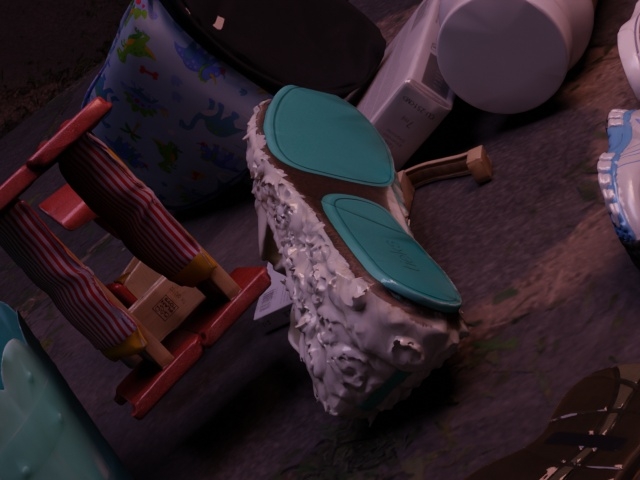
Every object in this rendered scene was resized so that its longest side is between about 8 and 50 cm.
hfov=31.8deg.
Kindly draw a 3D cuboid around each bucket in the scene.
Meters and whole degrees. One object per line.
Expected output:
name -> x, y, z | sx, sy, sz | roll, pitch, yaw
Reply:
bucket -> -0.292, 0.205, 0.878 | 0.281, 0.183, 0.281 | -29, 22, 13

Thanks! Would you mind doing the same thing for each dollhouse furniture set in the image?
dollhouse furniture set -> -0.199, 0.022, 0.998 | 0.152, 0.201, 0.374 | -46, 10, -14

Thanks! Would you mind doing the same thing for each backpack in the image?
backpack -> -0.139, -0.194, 1.355 | 0.273, 0.290, 0.355 | -59, 16, -20

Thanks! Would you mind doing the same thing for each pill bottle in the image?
pill bottle -> 0.205, -0.246, 1.134 | 0.153, 0.153, 0.265 | -20, 27, 32

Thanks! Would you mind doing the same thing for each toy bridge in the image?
toy bridge -> 0.076, -0.043, 1.071 | 0.188, 0.026, 0.063 | -25, 21, 23

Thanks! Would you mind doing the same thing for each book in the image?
book -> 0.009, 0.023, 1.026 | 0.144, 0.035, 0.096 | -25, 27, 23

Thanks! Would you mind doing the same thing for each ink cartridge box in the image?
ink cartridge box -> 0.068, -0.137, 1.237 | 0.239, 0.060, 0.275 | -50, 11, 34

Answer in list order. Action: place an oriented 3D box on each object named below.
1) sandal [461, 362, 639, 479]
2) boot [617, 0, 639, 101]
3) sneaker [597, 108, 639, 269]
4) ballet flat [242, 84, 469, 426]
sandal -> 0.132, 0.137, 0.594 | 0.090, 0.060, 0.219 | -2, 24, 44
boot -> 0.312, -0.182, 0.959 | 0.086, 0.069, 0.190 | -23, 23, 33
sneaker -> 0.246, -0.052, 0.796 | 0.082, 0.071, 0.191 | -16, 28, 26
ballet flat -> 0.000, 0.000, 0.919 | 0.147, 0.147, 0.409 | -32, 29, 8
